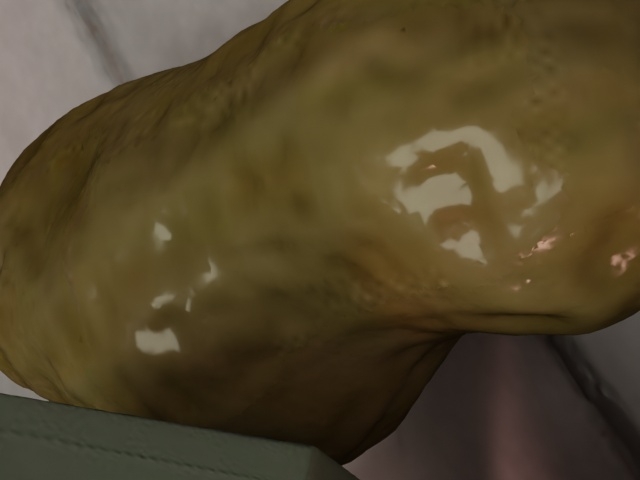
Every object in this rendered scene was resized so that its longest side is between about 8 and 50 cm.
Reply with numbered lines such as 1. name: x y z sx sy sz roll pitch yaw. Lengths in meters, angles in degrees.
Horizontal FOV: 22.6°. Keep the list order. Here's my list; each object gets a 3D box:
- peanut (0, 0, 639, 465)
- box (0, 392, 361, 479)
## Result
1. peanut: 0.000 0.000 0.518 0.318 0.147 0.148 -17 95 44
2. box: -0.048 0.183 0.479 0.117 0.225 0.225 8 73 21
